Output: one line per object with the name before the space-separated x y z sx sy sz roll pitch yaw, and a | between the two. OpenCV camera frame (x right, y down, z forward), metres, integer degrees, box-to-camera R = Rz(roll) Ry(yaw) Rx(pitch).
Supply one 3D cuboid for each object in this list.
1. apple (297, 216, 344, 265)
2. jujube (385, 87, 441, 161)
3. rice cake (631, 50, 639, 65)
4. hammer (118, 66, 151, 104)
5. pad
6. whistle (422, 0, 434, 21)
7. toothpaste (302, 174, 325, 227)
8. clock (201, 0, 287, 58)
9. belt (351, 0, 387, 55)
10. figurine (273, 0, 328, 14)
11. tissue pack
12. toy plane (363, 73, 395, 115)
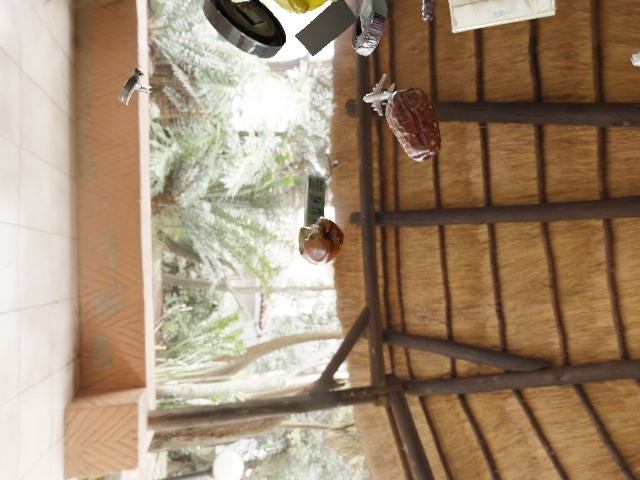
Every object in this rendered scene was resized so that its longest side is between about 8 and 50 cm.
apple | 0.006 0.005 1.395 0.147 0.156 0.158 53 -24 -17
jujube | 0.429 -0.531 1.897 0.216 0.216 0.342 136 -66 -71
rice cake | 0.780 -0.394 0.919 0.043 0.210 0.034 -151 -117 -69
hammer | -0.544 -0.453 1.235 0.103 0.029 0.246 -54 -161 6
pad | 0.024 -0.966 1.872 0.265 0.159 0.009 -32 -122 21
whistle | 0.305 -0.689 1.154 0.033 0.033 0.177 133 -33 -70
toothpaste | -0.024 -0.142 1.730 0.067 0.081 0.337 112 -15 -45
clock | -0.321 -0.942 1.762 0.076 0.386 0.387 -40 -132 39
belt | 0.251 -1.138 2.138 0.260 0.122 0.325 138 -42 -66
figurine | -0.082 -0.813 1.154 0.340 0.323 0.231 56 -25 -13
tissue pack | 0.718 -0.981 1.618 0.297 0.380 0.207 -57 139 -39
toy plane | 0.243 -0.596 1.708 0.171 0.065 0.163 14 -79 61
